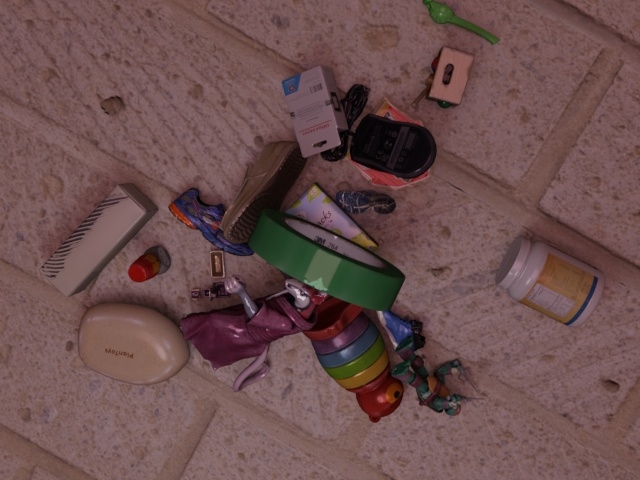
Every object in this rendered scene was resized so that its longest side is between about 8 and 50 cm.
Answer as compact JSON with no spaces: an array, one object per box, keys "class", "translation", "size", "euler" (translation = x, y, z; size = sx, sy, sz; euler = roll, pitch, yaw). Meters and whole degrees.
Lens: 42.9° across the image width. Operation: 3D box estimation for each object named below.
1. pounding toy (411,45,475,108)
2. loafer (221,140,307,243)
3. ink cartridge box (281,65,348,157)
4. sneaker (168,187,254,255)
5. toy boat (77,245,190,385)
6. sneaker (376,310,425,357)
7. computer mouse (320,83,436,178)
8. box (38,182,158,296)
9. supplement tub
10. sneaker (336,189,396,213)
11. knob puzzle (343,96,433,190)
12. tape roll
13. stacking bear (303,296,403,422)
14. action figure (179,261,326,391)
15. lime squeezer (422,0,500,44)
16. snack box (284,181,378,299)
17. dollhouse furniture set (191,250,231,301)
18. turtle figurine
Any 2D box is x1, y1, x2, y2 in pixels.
[{"class":"pounding toy","translation":[0.261,-0.343,1.761],"size":[0.100,0.130,0.141],"euler":[16,98,2]},{"class":"loafer","translation":[-0.134,-0.112,1.824],"size":[0.092,0.102,0.268],"euler":[32,81,42]},{"class":"ink cartridge box","translation":[-0.007,-0.280,1.791],"size":[0.104,0.060,0.180],"euler":[-16,86,27]},{"class":"sneaker","translation":[-0.238,-0.039,1.855],"size":[0.221,0.083,0.087],"euler":[36,89,-5]},{"class":"toy boat","translation":[-0.410,0.174,1.870],"size":[0.268,0.148,0.318],"euler":[15,105,6]},{"class":"sneaker","translation":[0.188,0.188,1.863],"size":[0.085,0.058,0.152],"euler":[-24,99,12]},{"class":"computer mouse","translation":[0.145,-0.216,1.779],"size":[0.272,0.072,0.188],"euler":[28,94,32]},{"class":"box","translation":[-0.504,-0.002,1.858],"size":[0.094,0.113,0.275],"euler":[44,96,-1]},{"class":"supplement tub","translation":[0.502,0.088,1.791],"size":[0.200,0.144,0.144],"euler":[27,98,0]},{"class":"sneaker","translation":[0.101,-0.090,1.839],"size":[0.135,0.058,0.052],"euler":[10,111,-3]},{"class":"knob puzzle","translation":[0.171,-0.198,1.834],"size":[0.213,0.030,0.213],"euler":[0,97,3]},{"class":"tape roll","translation":[0.013,0.037,1.654],"size":[0.321,0.321,0.077],"euler":[24,98,0]},{"class":"stacking bear","translation":[0.090,0.272,1.835],"size":[0.175,0.164,0.289],"euler":[-41,108,-36]},{"class":"action figure","translation":[-0.122,0.181,1.732],"size":[0.370,0.248,0.275],"euler":[-21,94,36]},{"class":"lime squeezer","translation":[0.271,-0.546,1.774],"size":[0.110,0.059,0.310],"euler":[-30,93,7]},{"class":"snack box","translation":[0.000,0.000,1.848],"size":[0.207,0.070,0.174],"euler":[44,97,-1]},{"class":"dollhouse furniture set","translation":[-0.260,0.084,1.867],"size":[0.091,0.081,0.114],"euler":[-3,97,4]},{"class":"turtle figurine","translation":[0.262,0.325,1.818],"size":[0.234,0.175,0.118],"euler":[39,106,-17]}]
